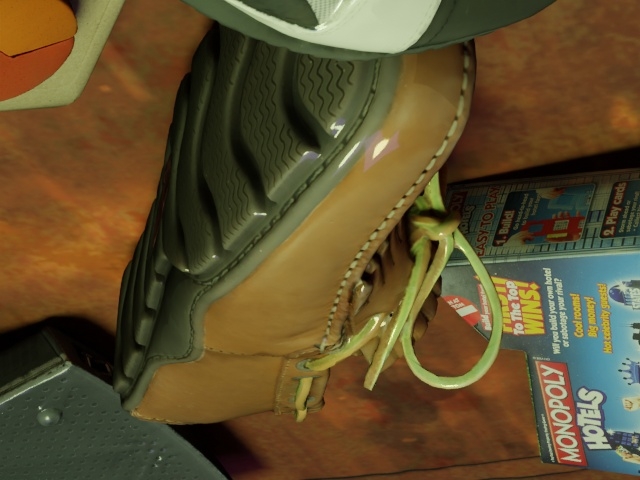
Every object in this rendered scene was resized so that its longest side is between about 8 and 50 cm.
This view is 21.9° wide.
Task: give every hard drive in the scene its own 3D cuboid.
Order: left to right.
[{"bbox_3d":[-0.162,0.148,1.040,0.172,0.054,0.255,-28,144,9],"label":"hard drive"}]

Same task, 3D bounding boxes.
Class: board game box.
[{"bbox_3d":[0.152,0.036,0.807,0.194,0.060,0.194,7,138,20],"label":"board game box"}]

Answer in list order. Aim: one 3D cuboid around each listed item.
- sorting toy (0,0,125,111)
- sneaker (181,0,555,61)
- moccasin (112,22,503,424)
[{"bbox_3d":[-0.183,-0.094,0.529,0.307,0.041,0.229,-8,152,-35],"label":"sorting toy"},{"bbox_3d":[-0.003,-0.128,0.447,0.330,0.123,0.146,6,173,-41],"label":"sneaker"},{"bbox_3d":[0.000,0.003,0.736,0.147,0.139,0.380,7,151,-12],"label":"moccasin"}]
